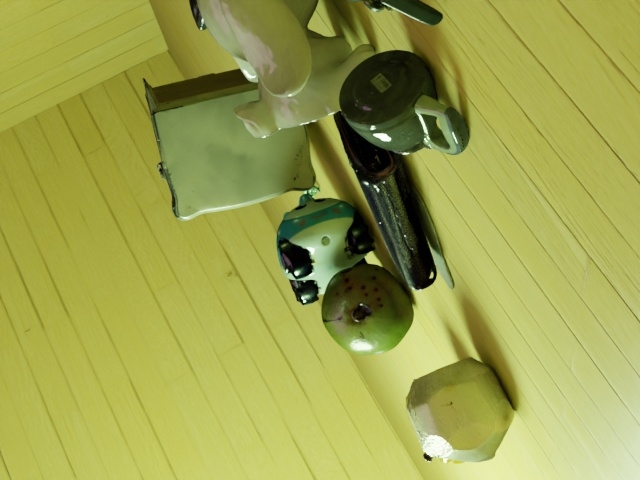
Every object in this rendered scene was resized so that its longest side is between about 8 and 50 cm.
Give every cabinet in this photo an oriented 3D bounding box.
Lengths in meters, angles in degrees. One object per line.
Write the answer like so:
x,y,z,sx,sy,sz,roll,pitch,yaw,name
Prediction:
-0.198,-0.220,2.256,0.318,0.290,0.227,-127,24,-66,cabinet

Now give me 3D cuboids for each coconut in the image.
0.224,0.279,1.765,0.161,0.161,0.162,93,157,-77,coconut

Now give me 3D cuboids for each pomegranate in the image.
0.101,0.141,2.156,0.210,0.179,0.179,30,-157,-54,pomegranate

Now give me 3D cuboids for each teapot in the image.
0.107,-0.155,1.297,0.108,0.149,0.111,48,-135,-49,teapot

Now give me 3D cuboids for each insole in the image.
0.171,-0.003,1.695,0.197,0.004,0.065,66,172,-30,insole

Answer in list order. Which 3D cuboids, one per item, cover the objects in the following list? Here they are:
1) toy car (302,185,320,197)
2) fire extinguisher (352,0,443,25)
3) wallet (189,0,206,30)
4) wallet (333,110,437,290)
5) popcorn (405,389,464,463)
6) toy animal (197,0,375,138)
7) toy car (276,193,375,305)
-0.051,-0.160,2.506,0.093,0.058,0.186,57,170,35,toy car
0.017,-0.343,1.169,0.114,0.095,0.311,1,-130,-45,fire extinguisher
-0.158,-0.448,1.619,0.245,0.052,0.168,114,155,-49,wallet
0.100,-0.073,1.731,0.221,0.071,0.262,63,180,-32,wallet
0.226,0.318,1.961,0.148,0.152,0.167,-33,100,40,popcorn
-0.068,-0.294,1.514,0.265,0.206,0.271,61,176,-19,toy animal
0.000,0.000,2.228,0.255,0.189,0.190,74,174,-62,toy car
